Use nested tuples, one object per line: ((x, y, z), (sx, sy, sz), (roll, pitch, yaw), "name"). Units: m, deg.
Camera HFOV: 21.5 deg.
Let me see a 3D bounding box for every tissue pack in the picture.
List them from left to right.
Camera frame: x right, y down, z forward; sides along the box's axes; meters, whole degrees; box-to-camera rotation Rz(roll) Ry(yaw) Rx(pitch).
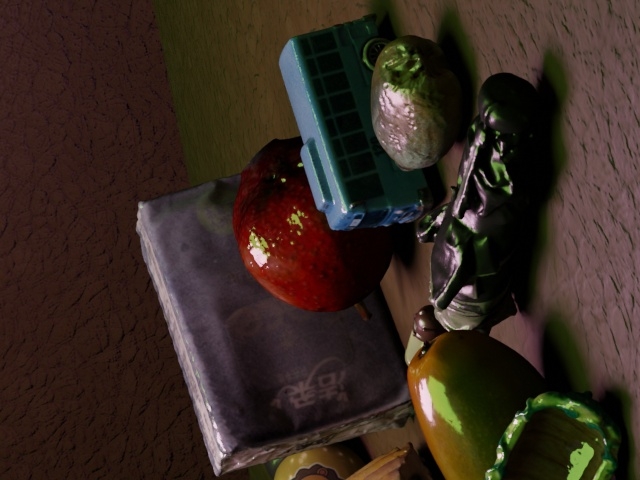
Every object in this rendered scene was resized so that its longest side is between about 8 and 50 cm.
((-0.065, 0.099, 2.331), (0.124, 0.288, 0.394), (104, 148, -65), "tissue pack")

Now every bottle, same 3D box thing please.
((0.007, 0.411, 2.663), (0.171, 0.171, 0.351), (88, 161, -47), "bottle")
((0.133, 0.117, 2.060), (0.063, 0.047, 0.101), (29, 143, 18), "bottle")

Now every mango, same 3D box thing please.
((0.188, 0.222, 1.718), (0.146, 0.129, 0.289), (-16, 98, 40), "mango")

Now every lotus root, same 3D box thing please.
((0.099, -0.136, 1.794), (0.113, 0.088, 0.192), (61, 163, 26), "lotus root")

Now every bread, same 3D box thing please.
((0.112, 0.419, 2.275), (0.274, 0.149, 0.274), (162, 90, -84), "bread")

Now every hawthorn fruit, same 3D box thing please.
((0.000, 0.000, 2.143), (0.230, 0.210, 0.266), (49, 164, 56), "hawthorn fruit")

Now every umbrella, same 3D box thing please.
((0.151, -0.031, 1.648), (0.358, 0.106, 0.113), (93, 161, -55), "umbrella")

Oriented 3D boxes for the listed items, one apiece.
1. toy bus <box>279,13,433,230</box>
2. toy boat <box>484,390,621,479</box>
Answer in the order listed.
((0.039, -0.127, 1.955), (0.116, 0.133, 0.234), (131, 123, -74), "toy bus")
((0.192, 0.272, 1.613), (0.293, 0.108, 0.099), (-65, -7, 11), "toy boat")
